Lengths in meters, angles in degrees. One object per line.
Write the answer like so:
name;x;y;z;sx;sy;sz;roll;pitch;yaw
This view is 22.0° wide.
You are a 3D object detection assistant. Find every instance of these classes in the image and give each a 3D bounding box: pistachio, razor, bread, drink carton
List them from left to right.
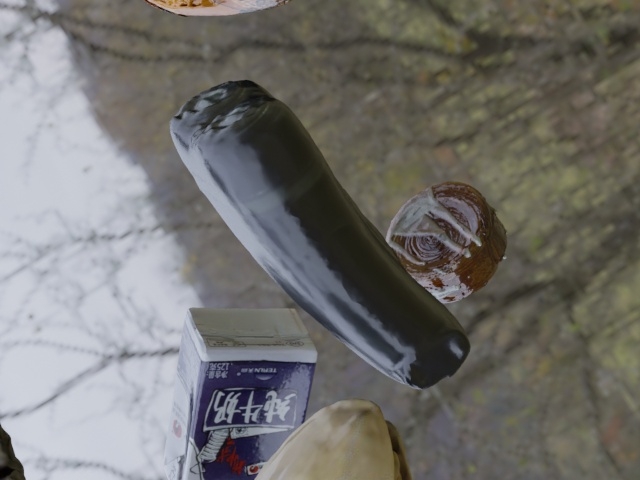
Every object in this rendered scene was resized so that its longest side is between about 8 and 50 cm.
drink carton;-0.095;0.194;1.870;0.102;0.134;0.222;-124;39;-57
razor;-0.002;0.000;1.580;0.349;0.113;0.204;51;175;-22
pistachio;0.003;0.259;1.536;0.157;0.229;0.157;29;170;5
bread;0.162;0.003;2.124;0.073;0.160;0.160;46;-172;-41

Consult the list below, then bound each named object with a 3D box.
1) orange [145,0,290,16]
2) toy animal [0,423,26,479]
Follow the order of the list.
orange;-0.108;-0.337;1.805;0.234;0.234;0.182;61;-150;-70
toy animal;-0.527;0.169;1.855;0.302;0.194;0.344;62;-172;31
